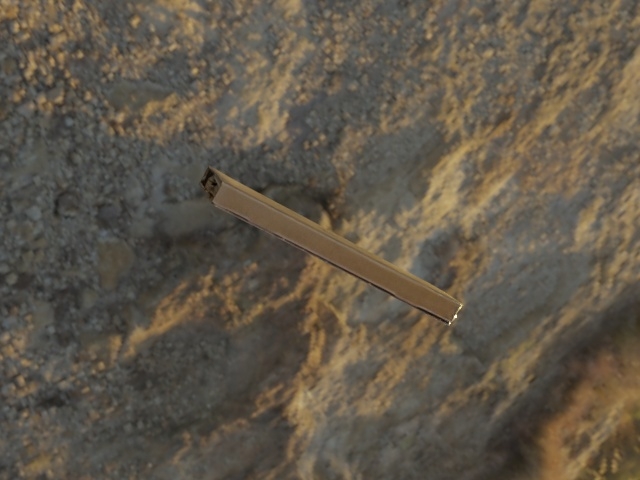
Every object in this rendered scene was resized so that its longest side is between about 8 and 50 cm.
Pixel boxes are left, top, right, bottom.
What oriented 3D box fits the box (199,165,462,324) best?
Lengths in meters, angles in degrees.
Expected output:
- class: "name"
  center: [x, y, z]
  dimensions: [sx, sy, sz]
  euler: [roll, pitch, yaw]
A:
- class: "box"
  center: [0.000, 0.000, 0.799]
  dimensions: [0.201, 0.164, 0.021]
  euler: [27, 93, -13]
